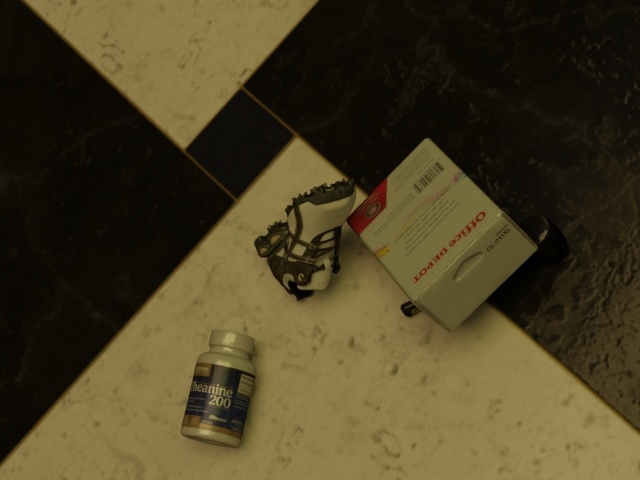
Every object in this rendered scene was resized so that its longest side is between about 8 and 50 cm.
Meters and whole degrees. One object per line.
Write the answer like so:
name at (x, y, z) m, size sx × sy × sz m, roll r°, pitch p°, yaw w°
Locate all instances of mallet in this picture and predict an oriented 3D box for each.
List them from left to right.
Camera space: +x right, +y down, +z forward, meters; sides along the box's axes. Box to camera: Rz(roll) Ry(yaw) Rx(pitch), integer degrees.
mallet at (0.173, 0.035, 1.409) m, size 0.190 × 0.062 × 0.039 m, roll -33°, pitch 57°, yaw 25°

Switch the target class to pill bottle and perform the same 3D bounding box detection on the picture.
pill bottle at (-0.108, 0.161, 1.456) m, size 0.067 × 0.067 × 0.120 m, roll 6°, pitch 75°, yaw 24°

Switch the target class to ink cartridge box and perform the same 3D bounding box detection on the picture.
ink cartridge box at (0.122, -0.007, 1.378) m, size 0.127 × 0.072 × 0.175 m, roll -45°, pitch 37°, yaw 6°

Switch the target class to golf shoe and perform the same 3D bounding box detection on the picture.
golf shoe at (0.000, 0.000, 1.424) m, size 0.077 × 0.198 × 0.094 m, roll -19°, pitch 76°, yaw -26°
